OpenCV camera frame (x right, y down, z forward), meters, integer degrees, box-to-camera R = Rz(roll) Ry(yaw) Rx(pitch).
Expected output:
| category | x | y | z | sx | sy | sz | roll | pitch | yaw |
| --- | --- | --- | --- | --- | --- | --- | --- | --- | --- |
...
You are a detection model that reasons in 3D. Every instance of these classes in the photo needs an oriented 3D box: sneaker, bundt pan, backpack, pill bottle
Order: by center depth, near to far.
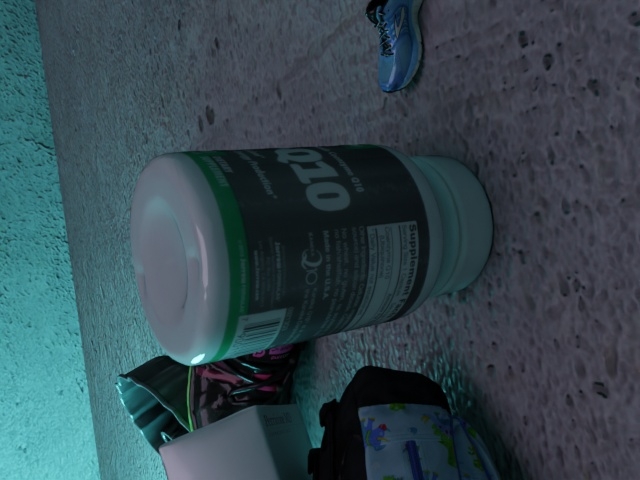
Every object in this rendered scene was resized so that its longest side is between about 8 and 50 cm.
| category | x | y | z | sx | sy | sz | roll | pitch | yaw |
| --- | --- | --- | --- | --- | --- | --- | --- | --- | --- |
| pill bottle | 0.000 | 0.000 | 0.705 | 0.204 | 0.361 | 0.204 | 16 | 109 | 54 |
| backpack | 0.108 | 0.370 | 0.715 | 0.355 | 0.273 | 0.290 | -83 | 5 | -53 |
| sneaker | 0.080 | -0.263 | 0.793 | 0.063 | 0.073 | 0.162 | 18 | 111 | 53 |
| sneaker | -0.123 | 0.209 | 1.090 | 0.202 | 0.185 | 0.483 | -18 | 82 | 60 |
| bundt pan | -0.255 | 0.361 | 1.297 | 0.331 | 0.124 | 0.331 | 29 | 140 | 28 |

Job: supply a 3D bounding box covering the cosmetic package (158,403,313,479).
| category | x | y | z | sx | sy | sz | roll | pitch | yaw |
| --- | --- | --- | --- | --- | --- | --- | --- | --- | --- |
| cosmetic package | -0.059 | 0.427 | 0.880 | 0.217 | 0.156 | 0.385 | 42 | -154 | -73 |
